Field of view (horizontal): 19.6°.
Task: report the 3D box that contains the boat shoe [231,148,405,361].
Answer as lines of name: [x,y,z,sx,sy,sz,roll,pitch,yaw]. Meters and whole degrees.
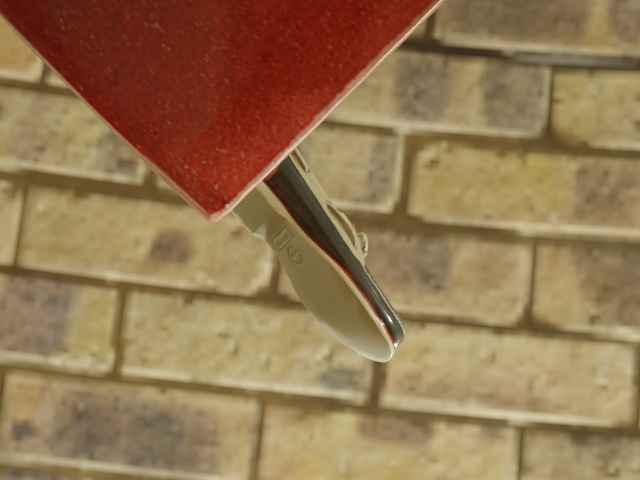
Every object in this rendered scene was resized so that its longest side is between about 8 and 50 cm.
boat shoe: [0.000,0.000,0.938,0.137,0.043,0.049,50,146,-1]

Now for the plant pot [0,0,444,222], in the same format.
plant pot: [-0.007,-0.211,0.350,0.235,0.267,0.267,36,146,-10]
